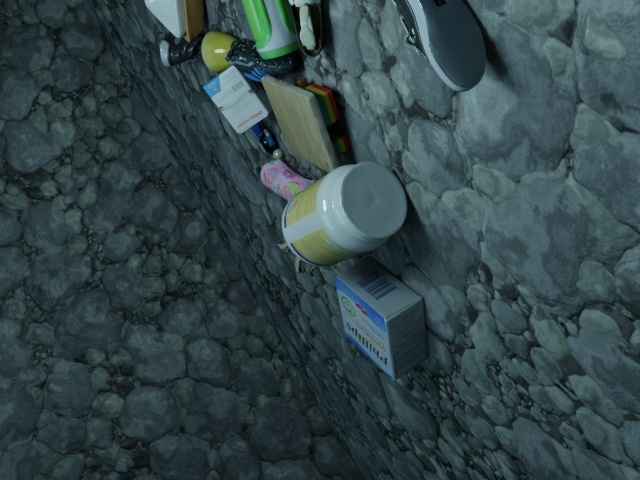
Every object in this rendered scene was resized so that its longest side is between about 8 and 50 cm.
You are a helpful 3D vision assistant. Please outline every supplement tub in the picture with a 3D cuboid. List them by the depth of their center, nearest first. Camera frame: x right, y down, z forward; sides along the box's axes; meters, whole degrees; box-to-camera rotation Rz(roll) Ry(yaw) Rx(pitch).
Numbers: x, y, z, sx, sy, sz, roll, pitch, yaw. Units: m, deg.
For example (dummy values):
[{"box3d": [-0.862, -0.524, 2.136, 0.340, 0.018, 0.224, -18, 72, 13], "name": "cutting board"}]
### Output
[{"box3d": [0.061, -0.069, 1.747, 0.241, 0.241, 0.331, 61, 149, -3], "name": "supplement tub"}]

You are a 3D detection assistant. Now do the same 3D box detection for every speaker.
[{"box3d": [-0.148, -0.639, 1.664, 0.131, 0.131, 0.297, 25, 139, 56], "name": "speaker"}]

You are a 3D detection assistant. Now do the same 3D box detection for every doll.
[{"box3d": [-0.195, -0.361, 2.251, 0.189, 0.046, 0.129, 54, 159, 17], "name": "doll"}]

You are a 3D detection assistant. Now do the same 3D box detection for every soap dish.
[{"box3d": [-0.511, -0.859, 2.194, 0.291, 0.118, 0.229, 47, 149, 31], "name": "soap dish"}]

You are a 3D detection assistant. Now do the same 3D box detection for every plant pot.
[{"box3d": [-0.310, -0.624, 2.086, 0.095, 0.134, 0.134, 7, 128, 33], "name": "plant pot"}]

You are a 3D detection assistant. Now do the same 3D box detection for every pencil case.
[{"box3d": [-0.089, -0.183, 2.152, 0.284, 0.124, 0.124, 37, 149, 46], "name": "pencil case"}]

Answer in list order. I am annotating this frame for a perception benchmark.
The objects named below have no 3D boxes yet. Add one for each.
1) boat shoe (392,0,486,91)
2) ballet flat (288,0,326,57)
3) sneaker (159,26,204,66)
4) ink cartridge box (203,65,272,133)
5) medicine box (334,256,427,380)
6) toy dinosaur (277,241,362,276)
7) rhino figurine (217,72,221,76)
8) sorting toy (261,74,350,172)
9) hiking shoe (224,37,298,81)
[{"box3d": [0.205, -0.407, 1.193, 0.306, 0.113, 0.105, 61, 166, 6], "name": "boat shoe"}, {"box3d": [-0.032, -0.568, 1.532, 0.280, 0.095, 0.096, 74, -164, -46], "name": "ballet flat"}, {"box3d": [-0.507, -0.772, 2.358, 0.101, 0.153, 0.269, 75, -164, -77], "name": "sneaker"}, {"box3d": [-0.266, -0.470, 2.076, 0.191, 0.139, 0.082, 53, -153, -20], "name": "ink cartridge box"}, {"box3d": [0.195, 0.248, 2.018, 0.263, 0.149, 0.289, 39, 150, 44], "name": "medicine box"}, {"box3d": [0.000, 0.000, 1.955, 0.295, 0.200, 0.127, 20, -147, -51], "name": "toy dinosaur"}, {"box3d": [-0.297, -0.555, 2.189, 0.243, 0.073, 0.106, 44, 134, 38], "name": "rhino figurine"}, {"box3d": [-0.032, -0.348, 1.814, 0.255, 0.089, 0.257, 35, 155, 47], "name": "sorting toy"}, {"box3d": [-0.151, -0.533, 1.892, 0.304, 0.113, 0.132, 26, 171, 46], "name": "hiking shoe"}]
